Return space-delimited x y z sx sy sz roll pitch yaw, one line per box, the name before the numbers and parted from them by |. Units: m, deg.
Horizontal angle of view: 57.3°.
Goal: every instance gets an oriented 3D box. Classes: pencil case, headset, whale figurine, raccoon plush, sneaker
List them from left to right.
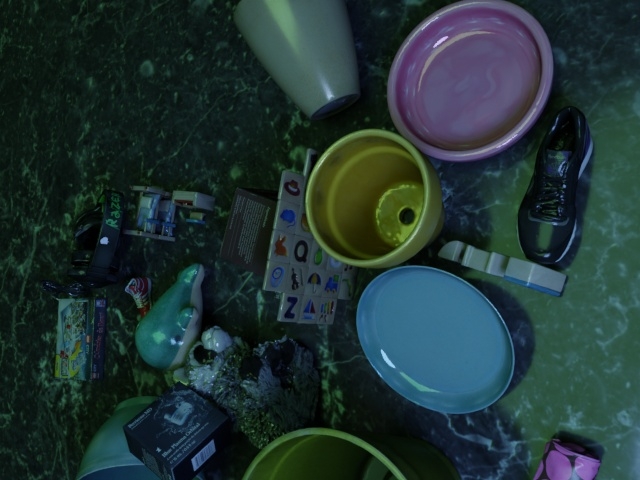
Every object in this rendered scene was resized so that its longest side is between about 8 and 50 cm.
headset | -0.635 0.027 1.584 0.394 0.185 0.243 -54 34 39
sneaker | -0.490 0.157 1.580 0.042 0.067 0.119 -11 78 28
whale figurine | -0.370 0.181 1.450 0.216 0.141 0.272 -16 58 60
raccoon plush | -0.170 0.402 1.299 0.299 0.216 0.447 -18 75 35
sneaker | 0.409 -0.103 1.043 0.107 0.124 0.283 10 76 28
pencil case | 0.407 0.452 1.024 0.098 0.095 0.209 25 94 50

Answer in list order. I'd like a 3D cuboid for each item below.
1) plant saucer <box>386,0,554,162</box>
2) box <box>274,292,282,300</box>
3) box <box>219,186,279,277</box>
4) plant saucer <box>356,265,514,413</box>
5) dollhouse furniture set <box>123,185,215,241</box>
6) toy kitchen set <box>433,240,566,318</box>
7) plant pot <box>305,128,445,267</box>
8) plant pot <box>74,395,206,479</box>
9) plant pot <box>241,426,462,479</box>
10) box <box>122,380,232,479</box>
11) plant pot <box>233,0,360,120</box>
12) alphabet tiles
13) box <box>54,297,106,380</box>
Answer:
plant saucer | 0.301 -0.316 1.189 0.332 0.084 0.332 -5 80 29
box | -0.065 0.115 1.373 0.083 0.018 0.067 11 89 30
box | -0.084 -0.009 1.305 0.203 0.168 0.167 23 102 30
plant saucer | 0.217 0.185 1.124 0.317 0.043 0.318 16 121 28
dollhouse furniture set | -0.393 -0.066 1.519 0.183 0.129 0.129 6 86 30
toy kitchen set | 0.324 0.106 1.120 0.207 0.122 0.166 20 94 50
plant pot | 0.135 -0.066 1.158 0.254 0.239 0.254 -5 81 30
plant pot | -0.415 0.496 1.392 0.293 0.293 0.196 -29 44 23
plant pot | 0.094 0.496 1.036 0.366 0.353 0.367 -5 80 30
box | -0.297 0.406 1.225 0.158 0.156 0.093 25 134 30
plant pot | -0.024 -0.421 1.316 0.256 0.256 0.274 -25 88 24
alphabet tiles | 0.000 0.000 1.200 0.011 0.285 0.343 8 87 40
box | -0.693 0.283 1.690 0.159 0.044 0.233 -4 81 29
